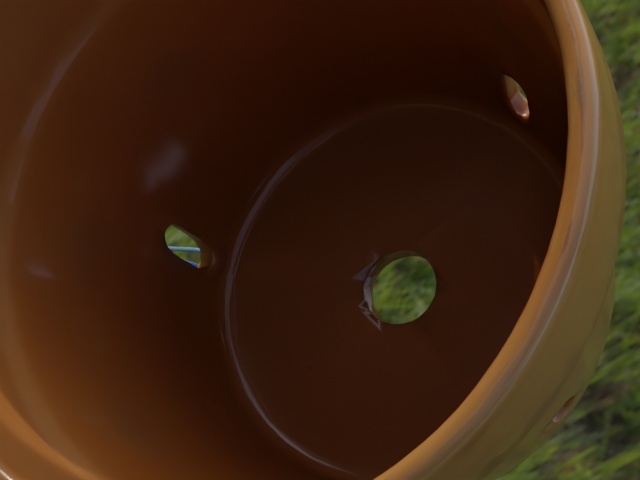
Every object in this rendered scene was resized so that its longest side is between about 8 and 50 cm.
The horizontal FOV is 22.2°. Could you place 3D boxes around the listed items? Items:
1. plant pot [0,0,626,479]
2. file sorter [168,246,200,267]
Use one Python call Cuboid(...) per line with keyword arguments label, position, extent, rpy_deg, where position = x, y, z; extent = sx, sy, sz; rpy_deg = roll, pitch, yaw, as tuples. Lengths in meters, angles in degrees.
Cuboid(label="plant pot", position=(0.000, 0.000, 0.683), extent=(0.203, 0.291, 0.291), rpy_deg=(34, 37, -60))
Cuboid(label="file sorter", position=(-0.131, 0.097, 1.651), extent=(0.104, 0.118, 0.170), rpy_deg=(19, 79, -41))
